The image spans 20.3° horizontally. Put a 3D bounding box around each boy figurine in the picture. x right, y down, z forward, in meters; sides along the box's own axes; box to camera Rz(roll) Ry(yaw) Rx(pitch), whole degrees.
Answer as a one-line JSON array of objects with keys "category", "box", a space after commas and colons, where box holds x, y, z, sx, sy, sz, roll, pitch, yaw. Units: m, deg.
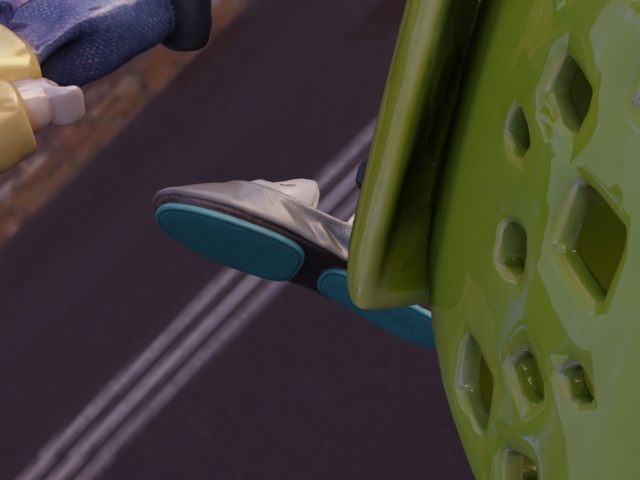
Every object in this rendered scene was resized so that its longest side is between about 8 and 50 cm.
[{"category": "boy figurine", "box": [-0.193, -0.082, 0.812, 0.285, 0.092, 0.177, -28, 45, -31]}]

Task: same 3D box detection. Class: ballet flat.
[{"category": "ballet flat", "box": [0.000, 0.000, 1.109, 0.072, 0.213, 0.068, 130, 161, -59]}]

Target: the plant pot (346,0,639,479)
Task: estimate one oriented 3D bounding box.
[{"category": "plant pot", "box": [0.143, -0.029, 0.548, 0.207, 0.228, 0.227, 48, 136, 41]}]
